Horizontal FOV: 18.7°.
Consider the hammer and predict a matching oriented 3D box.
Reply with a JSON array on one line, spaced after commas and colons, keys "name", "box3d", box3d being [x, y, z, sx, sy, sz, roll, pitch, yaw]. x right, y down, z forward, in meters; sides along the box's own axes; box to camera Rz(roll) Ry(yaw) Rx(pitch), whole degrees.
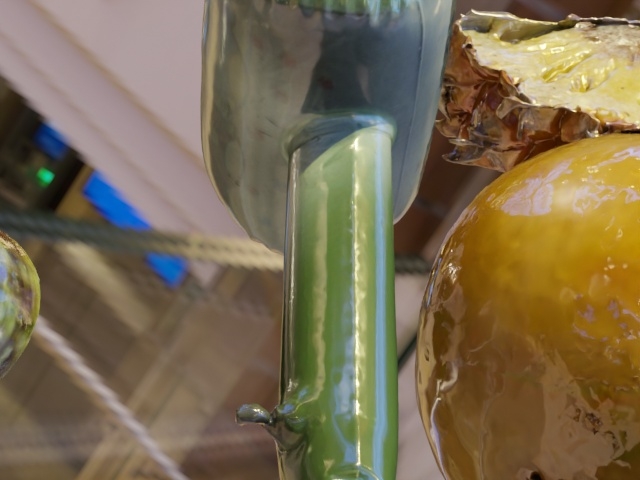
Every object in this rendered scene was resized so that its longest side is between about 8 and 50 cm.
[{"name": "hammer", "box3d": [0.000, 0.000, 0.863, 0.119, 0.206, 0.336, 2, 51, -2]}]

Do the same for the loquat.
[{"name": "loquat", "box3d": [0.179, 0.064, 1.006, 0.263, 0.263, 0.263, 32, 15, -10]}]

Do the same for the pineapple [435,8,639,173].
[{"name": "pineapple", "box3d": [0.200, -0.097, 1.448, 0.236, 0.114, 0.186, 23, 45, 23]}]

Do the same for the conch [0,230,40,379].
[{"name": "conch", "box3d": [-0.285, 0.055, 1.193, 0.187, 0.181, 0.124, 19, -2, 13]}]
